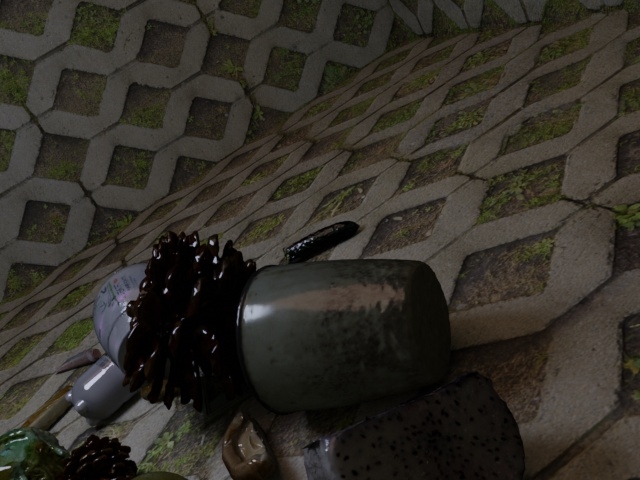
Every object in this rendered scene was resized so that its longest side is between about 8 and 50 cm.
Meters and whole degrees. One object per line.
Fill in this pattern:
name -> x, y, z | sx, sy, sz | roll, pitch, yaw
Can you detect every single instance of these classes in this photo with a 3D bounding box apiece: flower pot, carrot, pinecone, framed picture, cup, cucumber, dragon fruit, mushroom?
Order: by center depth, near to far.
dragon fruit -> 0.123, 0.331, 0.894 | 0.282, 0.204, 0.221 | -14, -19, -28
flower pot -> 0.055, 0.162, 1.215 | 0.330, 0.294, 0.294 | -13, 28, 27
mushroom -> -0.136, 0.399, 1.222 | 0.094, 0.072, 0.209 | -34, 19, -13
pinecone -> -0.447, 0.490, 1.330 | 0.173, 0.174, 0.174 | -26, 23, 12
pinecone -> -0.249, 0.179, 1.402 | 0.397, 0.398, 0.398 | -26, 23, 12
framed picture -> -0.167, 0.302, 1.538 | 0.274, 0.017, 0.217 | -32, 23, -4
carrot -> -0.354, 0.358, 1.603 | 0.254, 0.049, 0.049 | -19, 25, 31
cup -> -0.585, 0.395, 1.711 | 0.142, 0.134, 0.173 | -43, 27, -24
cucumber -> -0.002, -0.001, 1.902 | 0.245, 0.067, 0.067 | -28, 22, 10

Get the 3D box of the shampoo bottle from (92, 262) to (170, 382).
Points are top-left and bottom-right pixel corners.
shampoo bottle -> -0.451, 0.212, 1.716 | 0.273, 0.273, 0.266 | -34, 40, -9

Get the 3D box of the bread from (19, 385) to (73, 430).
bread -> -0.771, 0.496, 1.835 | 0.073, 0.053, 0.214 | -5, 31, 39

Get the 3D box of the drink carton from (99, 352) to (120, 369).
drink carton -> -0.575, 0.320, 1.956 | 0.165, 0.056, 0.071 | -41, 28, -25

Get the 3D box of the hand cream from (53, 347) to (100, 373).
hand cream -> -0.784, 0.388, 2.100 | 0.209, 0.043, 0.067 | -22, 21, 34

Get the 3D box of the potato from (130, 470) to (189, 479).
potato -> -0.261, 0.477, 1.118 | 0.193, 0.157, 0.157 | -14, 28, 32

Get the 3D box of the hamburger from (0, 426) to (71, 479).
hamburger -> -0.712, 0.554, 1.484 | 0.287, 0.192, 0.167 | -32, 13, -5
